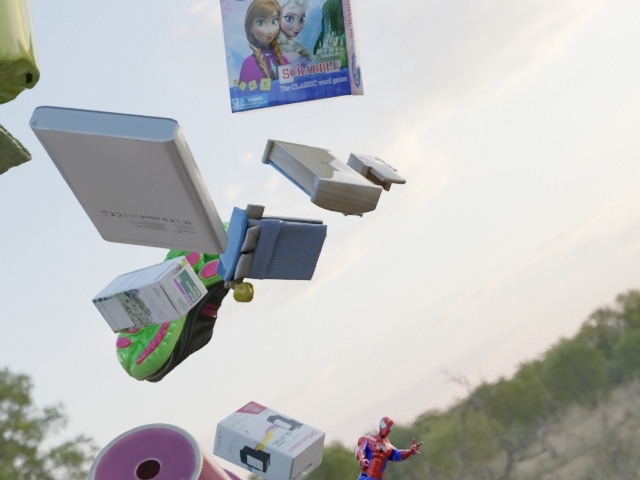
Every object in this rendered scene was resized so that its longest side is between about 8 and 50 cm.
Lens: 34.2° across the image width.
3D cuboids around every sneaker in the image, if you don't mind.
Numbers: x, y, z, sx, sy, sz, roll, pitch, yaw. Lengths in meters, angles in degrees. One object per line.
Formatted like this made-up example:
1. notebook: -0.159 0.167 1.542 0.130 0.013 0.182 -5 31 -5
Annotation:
1. sneaker: -0.324 0.145 2.564 0.483 0.185 0.202 -50 -21 -21

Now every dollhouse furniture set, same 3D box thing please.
1. dollhouse furniture set: 0.000 0.000 1.931 0.286 0.198 0.303 6 -67 -34

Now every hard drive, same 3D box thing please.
1. hard drive: -0.299 -0.089 1.689 0.233 0.047 0.353 7 -27 12

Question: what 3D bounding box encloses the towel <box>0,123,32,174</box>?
1. towel: -0.613 -0.184 1.919 0.110 0.027 0.148 -18 -49 31

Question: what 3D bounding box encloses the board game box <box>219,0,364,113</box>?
1. board game box: -0.070 -0.459 2.321 0.319 0.317 0.066 -5 2 29

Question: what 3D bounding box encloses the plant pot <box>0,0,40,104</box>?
1. plant pot: -0.619 -0.386 1.862 0.276 0.253 0.276 -18 -13 -5

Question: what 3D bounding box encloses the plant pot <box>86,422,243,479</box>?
1. plant pot: -0.172 0.309 1.164 0.201 0.201 0.180 -26 -48 -13

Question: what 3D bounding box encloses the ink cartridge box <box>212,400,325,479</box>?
1. ink cartridge box: -0.096 0.387 1.987 0.127 0.175 0.072 -25 -51 -58

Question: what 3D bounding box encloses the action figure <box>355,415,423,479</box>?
1. action figure: 0.095 0.438 1.839 0.091 0.280 0.139 21 -25 -9

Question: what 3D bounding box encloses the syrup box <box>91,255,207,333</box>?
1. syrup box: -0.352 0.114 2.133 0.237 0.093 0.096 -16 22 42
